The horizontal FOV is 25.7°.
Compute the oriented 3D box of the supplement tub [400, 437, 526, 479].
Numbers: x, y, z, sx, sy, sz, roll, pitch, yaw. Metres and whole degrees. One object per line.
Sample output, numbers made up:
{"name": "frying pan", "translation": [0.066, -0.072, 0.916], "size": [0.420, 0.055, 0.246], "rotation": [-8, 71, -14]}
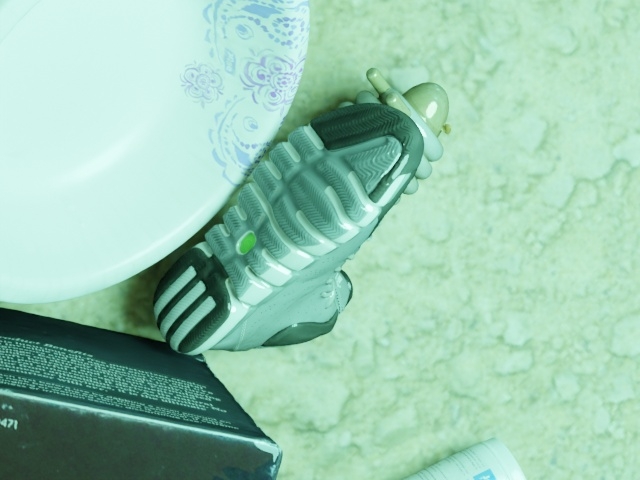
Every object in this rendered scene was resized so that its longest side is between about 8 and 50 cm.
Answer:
{"name": "supplement tub", "translation": [0.097, 0.198, 1.038], "size": [0.107, 0.071, 0.071], "rotation": [-25, 101, -10]}

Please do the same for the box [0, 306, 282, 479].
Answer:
{"name": "box", "translation": [-0.168, 0.215, 0.854], "size": [0.183, 0.294, 0.296], "rotation": [14, 92, -13]}

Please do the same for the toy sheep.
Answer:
{"name": "toy sheep", "translation": [0.037, -0.064, 0.988], "size": [0.132, 0.091, 0.091], "rotation": [-37, 104, 7]}

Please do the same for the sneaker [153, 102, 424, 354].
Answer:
{"name": "sneaker", "translation": [0.000, 0.000, 0.961], "size": [0.229, 0.086, 0.132], "rotation": [-39, 149, 20]}

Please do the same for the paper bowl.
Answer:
{"name": "paper bowl", "translation": [-0.157, -0.112, 0.858], "size": [0.284, 0.284, 0.148], "rotation": [-45, 62, -6]}
